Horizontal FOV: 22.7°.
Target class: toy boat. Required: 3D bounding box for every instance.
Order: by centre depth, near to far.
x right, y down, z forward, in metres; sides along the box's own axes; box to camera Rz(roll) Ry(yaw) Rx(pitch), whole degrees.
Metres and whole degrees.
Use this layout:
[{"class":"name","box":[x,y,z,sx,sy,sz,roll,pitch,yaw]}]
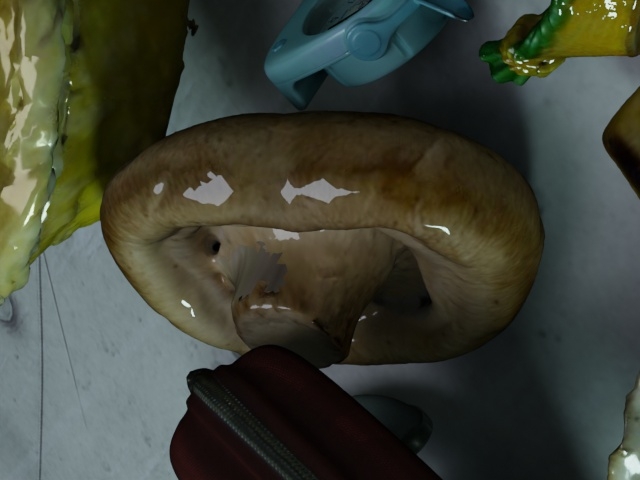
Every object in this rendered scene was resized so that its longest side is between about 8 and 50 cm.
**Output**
[{"class":"toy boat","box":[0.138,-0.158,0.813,0.088,0.089,0.229,27,138,18]},{"class":"toy boat","box":[0.010,0.170,1.203,0.085,0.078,0.260,39,147,-12]}]

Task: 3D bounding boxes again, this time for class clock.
[{"class":"clock","box":[0.038,-0.136,0.940,0.147,0.108,0.045,-15,125,47]}]

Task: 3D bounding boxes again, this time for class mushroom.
[{"class":"mushroom","box":[0.000,0.000,0.986,0.278,0.146,0.278,9,153,5]}]

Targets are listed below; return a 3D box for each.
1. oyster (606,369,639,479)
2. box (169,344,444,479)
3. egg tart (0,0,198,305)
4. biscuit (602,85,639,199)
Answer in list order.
[{"class":"oyster","box":[0.249,0.119,0.852,0.166,0.110,0.341,42,138,35]},{"class":"box","box":[0.064,0.218,0.986,0.263,0.108,0.404,38,172,44]},{"class":"egg tart","box":[-0.190,-0.142,1.085,0.388,0.169,0.387,-176,90,-70]},{"class":"biscuit","box":[0.228,-0.057,0.786,0.183,0.039,0.174,-48,37,29]}]
